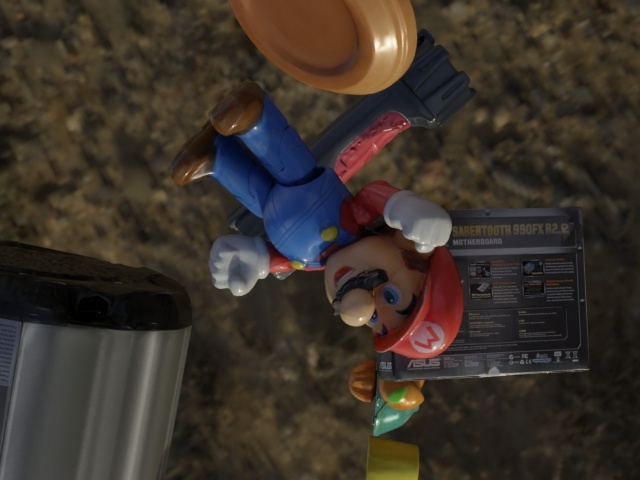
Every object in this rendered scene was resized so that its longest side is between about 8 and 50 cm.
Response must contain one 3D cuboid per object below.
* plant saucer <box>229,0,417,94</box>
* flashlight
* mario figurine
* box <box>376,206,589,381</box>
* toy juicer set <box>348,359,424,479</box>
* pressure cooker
[{"bbox_3d":[-0.009,-0.202,1.367,0.200,0.037,0.200,28,147,20],"label":"plant saucer"},{"bbox_3d":[0.038,-0.089,1.757,0.103,0.304,0.103,50,180,37],"label":"flashlight"},{"bbox_3d":[0.000,0.000,1.521,0.320,0.170,0.198,41,165,-2],"label":"mario figurine"},{"bbox_3d":[0.174,0.056,1.725,0.056,0.231,0.183,169,98,-72],"label":"box"},{"bbox_3d":[0.081,0.141,1.946,0.089,0.329,0.209,4,117,2],"label":"toy juicer set"},{"bbox_3d":[-0.349,0.219,1.730,0.369,0.375,0.421,12,94,45],"label":"pressure cooker"}]
